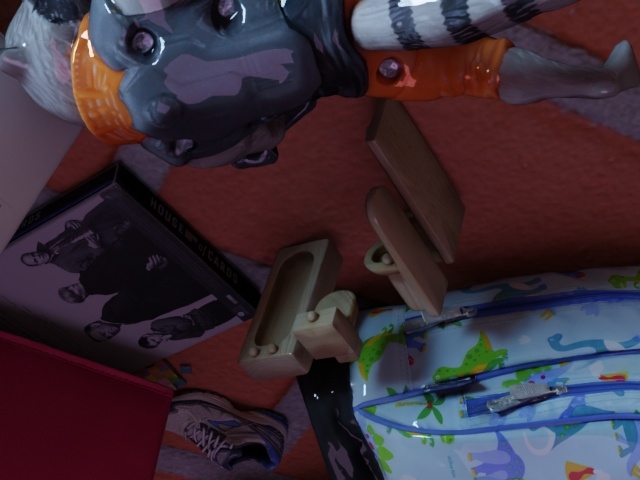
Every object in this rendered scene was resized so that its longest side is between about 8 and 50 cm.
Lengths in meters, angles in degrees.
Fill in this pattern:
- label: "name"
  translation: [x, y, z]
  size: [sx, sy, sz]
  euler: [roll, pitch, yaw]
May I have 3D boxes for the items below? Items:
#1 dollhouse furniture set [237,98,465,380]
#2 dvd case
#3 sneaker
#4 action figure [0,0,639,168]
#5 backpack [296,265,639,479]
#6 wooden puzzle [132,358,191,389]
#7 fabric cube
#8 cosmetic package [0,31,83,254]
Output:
- label: "dollhouse furniture set"
  translation: [0.000, 0.000, 0.678]
  size: [0.151, 0.144, 0.123]
  euler: [-12, 131, 31]
- label: "dvd case"
  translation: [-0.196, 0.049, 0.784]
  size: [0.238, 0.030, 0.179]
  euler: [-25, 130, 23]
- label: "sneaker"
  translation: [-0.094, 0.185, 0.900]
  size: [0.135, 0.058, 0.052]
  euler: [14, 133, -14]
- label: "action figure"
  translation: [-0.027, -0.153, 0.483]
  size: [0.330, 0.179, 0.341]
  euler: [-16, 130, 14]
- label: "backpack"
  translation: [0.183, 0.161, 0.772]
  size: [0.355, 0.273, 0.290]
  euler: [-18, 116, -2]
- label: "wooden puzzle"
  translation: [-0.158, 0.127, 0.877]
  size: [0.083, 0.006, 0.049]
  euler: [-18, 132, 16]
- label: "fabric cube"
  translation: [-0.303, 0.239, 0.776]
  size: [0.254, 0.258, 0.259]
  euler: [22, 144, -22]
- label: "cosmetic package"
  translation: [-0.271, -0.045, 0.551]
  size: [0.151, 0.184, 0.151]
  euler: [-2, 142, 40]
